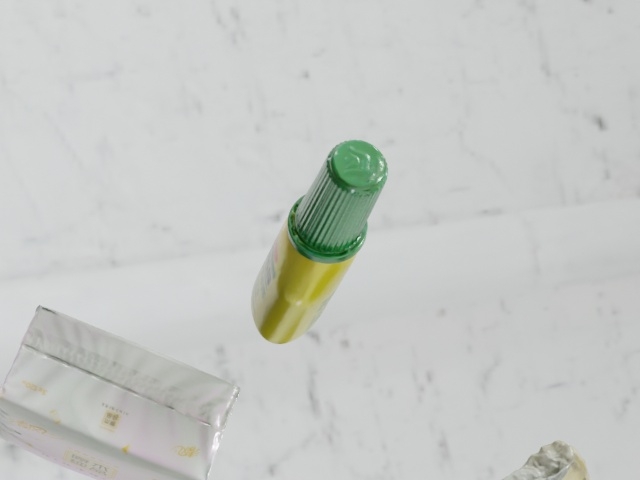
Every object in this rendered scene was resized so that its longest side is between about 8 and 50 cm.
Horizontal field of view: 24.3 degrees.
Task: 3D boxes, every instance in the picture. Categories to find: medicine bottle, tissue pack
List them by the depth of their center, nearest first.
[{"bbox_3d":[0.000,0.000,1.372,0.309,0.076,0.111,121,-12,-61],"label":"medicine bottle"},{"bbox_3d":[-0.217,0.180,1.553,0.185,0.225,0.124,124,-12,-66],"label":"tissue pack"}]

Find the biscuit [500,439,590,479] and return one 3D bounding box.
[{"bbox_3d":[0.076,0.222,0.901,0.040,0.188,0.265,51,-55,35],"label":"biscuit"}]
